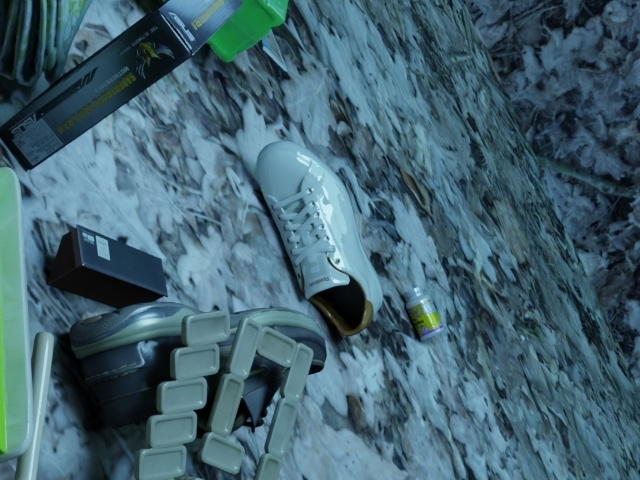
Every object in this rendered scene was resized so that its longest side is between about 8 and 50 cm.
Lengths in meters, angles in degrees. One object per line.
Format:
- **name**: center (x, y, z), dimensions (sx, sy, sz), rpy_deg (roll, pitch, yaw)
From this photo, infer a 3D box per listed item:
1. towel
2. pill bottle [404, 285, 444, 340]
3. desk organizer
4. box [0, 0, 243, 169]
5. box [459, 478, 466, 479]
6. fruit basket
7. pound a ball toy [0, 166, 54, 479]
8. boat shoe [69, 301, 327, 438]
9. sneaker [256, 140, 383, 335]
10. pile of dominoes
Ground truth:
- **towel**: center (-0.267, -0.387, 1.216), dimensions (0.320, 0.090, 0.374), rpy_deg (103, -4, -49)
- **pill bottle**: center (0.166, 0.117, 1.902), dimensions (0.083, 0.043, 0.043), rpy_deg (66, 24, 6)
- **desk organizer**: center (-0.218, 0.032, 1.195), dimensions (0.130, 0.050, 0.047), rpy_deg (28, 42, -53)
- **box**: center (-0.205, -0.181, 1.217), dimensions (0.056, 0.231, 0.183), rpy_deg (53, 25, -14)
- **box**: center (0.232, 0.410, 1.770), dimensions (0.083, 0.018, 0.067), rpy_deg (49, 28, -29)
- **fruit basket**: center (-0.162, -0.437, 1.652), dimensions (0.327, 0.165, 0.353), rpy_deg (42, 28, -39)
- **pound a ball toy**: center (-0.301, 0.075, 0.927), dimensions (0.208, 0.136, 0.319), rpy_deg (74, 4, -59)
- **boat shoe**: center (-0.117, 0.144, 1.227), dimensions (0.355, 0.132, 0.130), rpy_deg (7, 69, -52)
- **sneaker**: center (0.000, 0.000, 1.603), dimensions (0.290, 0.106, 0.123), rpy_deg (59, 22, -14)
- **pile of dominoes**: center (-0.109, 0.192, 1.124), dimensions (0.196, 0.040, 0.251), rpy_deg (34, 66, -47)
